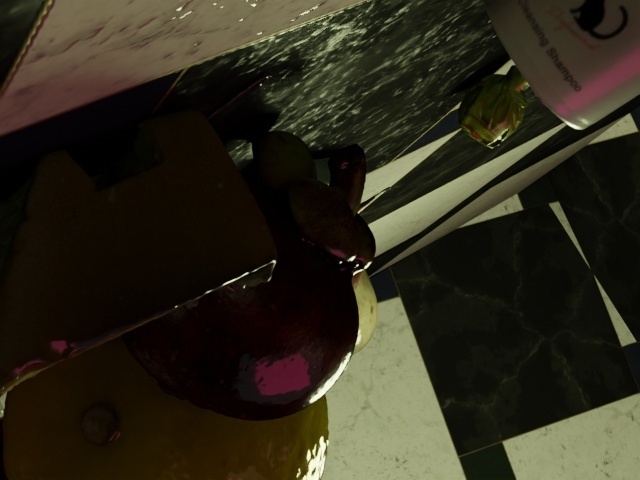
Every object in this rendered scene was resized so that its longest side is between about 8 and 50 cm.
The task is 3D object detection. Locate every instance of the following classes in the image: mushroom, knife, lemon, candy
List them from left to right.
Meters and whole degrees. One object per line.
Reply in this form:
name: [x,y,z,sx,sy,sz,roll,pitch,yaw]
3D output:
lemon: [-0.156,0.189,1.267,0.348,0.348,0.348,-31,174,-4]
knife: [-0.100,-0.070,0.915,0.170,0.010,0.023,-35,173,21]
mushroom: [-0.005,0.116,2.082,0.195,0.189,0.254,-36,170,15]
candy: [0.254,-0.205,1.407,0.262,0.073,0.077,-43,-173,31]

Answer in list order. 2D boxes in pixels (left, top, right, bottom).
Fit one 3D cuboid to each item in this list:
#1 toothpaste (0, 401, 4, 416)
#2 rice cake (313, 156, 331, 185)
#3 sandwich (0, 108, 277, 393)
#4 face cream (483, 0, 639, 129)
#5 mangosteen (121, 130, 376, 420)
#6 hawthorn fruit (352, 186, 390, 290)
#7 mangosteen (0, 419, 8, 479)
toothpaste: [-0.501,0.260,1.446,0.301,0.048,0.075,-29,-175,-3]
rice cake: [-0.013,-0.059,1.292,0.045,0.042,0.245,-37,172,21]
sandwich: [-0.160,0.019,0.805,0.236,0.128,0.122,-25,175,-42]
face cream: [0.307,-0.241,0.931,0.370,0.145,0.145,-35,173,25]
mangosteen: [-0.051,0.020,1.050,0.257,0.215,0.215,-56,172,5]
hawthorn fruit: [-0.010,0.011,1.541,0.189,0.149,0.149,-61,-174,-23]
mangosteen: [-0.445,0.318,1.873,0.140,0.140,0.140,-31,174,-4]
